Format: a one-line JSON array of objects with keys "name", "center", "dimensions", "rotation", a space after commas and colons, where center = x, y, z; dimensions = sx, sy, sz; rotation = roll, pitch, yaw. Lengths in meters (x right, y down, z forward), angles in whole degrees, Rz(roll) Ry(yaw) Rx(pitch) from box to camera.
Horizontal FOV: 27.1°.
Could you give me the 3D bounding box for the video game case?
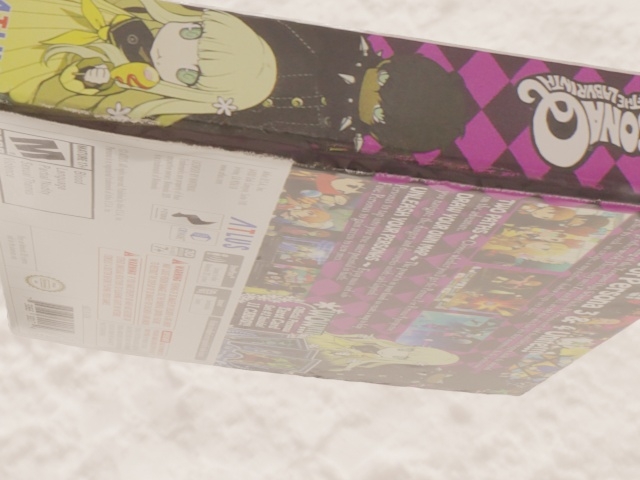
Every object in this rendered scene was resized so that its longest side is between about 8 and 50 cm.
[{"name": "video game case", "center": [0.000, 0.000, 0.429], "dimensions": [0.210, 0.232, 0.041], "rotation": [8, 71, -6]}]
